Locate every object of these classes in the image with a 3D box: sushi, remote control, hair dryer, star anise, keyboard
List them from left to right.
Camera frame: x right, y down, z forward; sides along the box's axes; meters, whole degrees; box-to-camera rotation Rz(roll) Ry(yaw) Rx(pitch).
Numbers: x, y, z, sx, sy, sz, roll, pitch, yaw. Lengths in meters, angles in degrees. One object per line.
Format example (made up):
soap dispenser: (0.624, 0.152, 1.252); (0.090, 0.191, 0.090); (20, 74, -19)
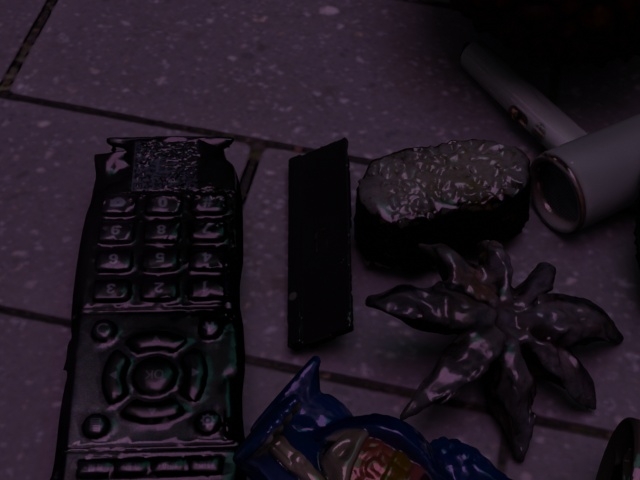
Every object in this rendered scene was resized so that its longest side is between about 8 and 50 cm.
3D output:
remote control: (-0.125, 0.087, 0.830); (0.144, 0.062, 0.399); (-1, 55, -1)
keyboard: (0.000, 0.000, 0.911); (0.060, 0.018, 0.196); (-21, 49, 25)
sushi: (0.099, -0.031, 0.916); (0.150, 0.078, 0.091); (-17, 49, -13)
star anise: (0.133, 0.072, 0.836); (0.204, 0.061, 0.181); (26, 63, -6)
hair dryer: (0.206, -0.110, 0.998); (0.131, 0.073, 0.236); (-24, 48, -20)

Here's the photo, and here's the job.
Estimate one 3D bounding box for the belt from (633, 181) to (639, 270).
belt: (0.365, -0.041, 0.868); (0.206, 0.116, 0.268); (28, 69, 1)

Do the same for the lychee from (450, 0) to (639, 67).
lychee: (0.221, -0.301, 0.986); (0.306, 0.306, 0.330); (-4, 9, -5)

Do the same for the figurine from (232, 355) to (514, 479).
figurine: (0.055, 0.193, 0.731); (0.262, 0.121, 0.164); (42, 30, 16)

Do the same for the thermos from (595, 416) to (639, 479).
thermos: (0.287, 0.186, 0.753); (0.193, 0.105, 0.137); (14, 23, 4)
